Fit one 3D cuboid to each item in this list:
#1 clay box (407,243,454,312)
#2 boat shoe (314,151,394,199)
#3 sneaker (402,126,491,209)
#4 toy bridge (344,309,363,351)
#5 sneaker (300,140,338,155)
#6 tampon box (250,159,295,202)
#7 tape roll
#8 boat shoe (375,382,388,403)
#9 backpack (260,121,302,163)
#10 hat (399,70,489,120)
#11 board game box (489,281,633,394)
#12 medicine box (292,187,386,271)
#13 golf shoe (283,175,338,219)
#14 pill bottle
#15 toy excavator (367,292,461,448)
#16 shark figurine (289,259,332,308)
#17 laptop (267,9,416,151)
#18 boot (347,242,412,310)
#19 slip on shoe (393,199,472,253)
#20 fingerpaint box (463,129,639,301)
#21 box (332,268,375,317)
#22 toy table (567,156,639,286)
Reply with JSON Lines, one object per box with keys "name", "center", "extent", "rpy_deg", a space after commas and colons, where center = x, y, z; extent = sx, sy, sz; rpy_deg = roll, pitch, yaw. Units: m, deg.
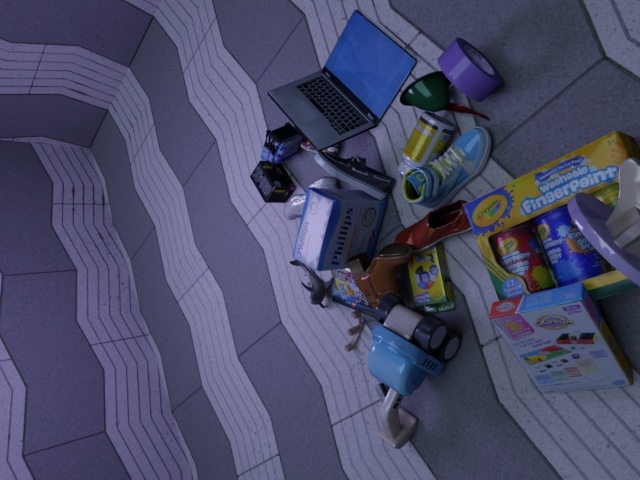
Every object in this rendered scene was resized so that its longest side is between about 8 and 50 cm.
{"name": "clay box", "center": [0.371, 0.133, 1.759], "extent": [0.127, 0.053, 0.222], "rpy_deg": [-18, 79, 44]}
{"name": "boat shoe", "center": [0.125, -0.255, 1.849], "extent": [0.102, 0.301, 0.108], "rpy_deg": [-58, 11, 22]}
{"name": "sneaker", "center": [0.383, -0.223, 1.620], "extent": [0.127, 0.208, 0.319], "rpy_deg": [53, 125, 31]}
{"name": "toy bridge", "center": [0.133, 0.346, 1.996], "extent": [0.026, 0.063, 0.188], "rpy_deg": [35, 130, 37]}
{"name": "sneaker", "center": [0.001, -0.387, 2.096], "extent": [0.185, 0.069, 0.084], "rpy_deg": [27, 102, 34]}
{"name": "tampon box", "center": [-0.208, -0.255, 2.263], "extent": [0.101, 0.120, 0.161], "rpy_deg": [-51, 59, 35]}
{"name": "tape roll", "center": [0.447, -0.511, 1.555], "extent": [0.080, 0.188, 0.189], "rpy_deg": [-46, 61, 37]}
{"name": "boat shoe", "center": [0.244, 0.588, 1.919], "extent": [0.125, 0.038, 0.046], "rpy_deg": [65, 150, 21]}
{"name": "backpack", "center": [-0.172, -0.392, 2.203], "extent": [0.117, 0.158, 0.173], "rpy_deg": [44, 136, 13]}
{"name": "hat", "center": [0.374, -0.414, 1.643], "extent": [0.208, 0.172, 0.184], "rpy_deg": [-31, 70, 41]}
{"name": "board game box", "center": [0.631, 0.269, 1.365], "extent": [0.242, 0.064, 0.317], "rpy_deg": [-21, 116, 39]}
{"name": "medicine box", "center": [0.070, -0.042, 1.880], "extent": [0.149, 0.289, 0.264], "rpy_deg": [28, 111, 41]}
{"name": "golf shoe", "center": [-0.038, -0.139, 2.112], "extent": [0.306, 0.115, 0.140], "rpy_deg": [-34, 72, 42]}
{"name": "pill bottle", "center": [0.344, -0.308, 1.716], "extent": [0.119, 0.119, 0.209], "rpy_deg": [44, 120, 34]}
{"name": "toy excavator", "center": [0.267, 0.457, 1.736], "extent": [0.222, 0.433, 0.445], "rpy_deg": [28, 83, 40]}
{"name": "shark figurine", "center": [-0.012, 0.162, 2.132], "extent": [0.116, 0.166, 0.278], "rpy_deg": [-36, 46, 12]}
{"name": "laptop", "center": [0.062, -0.594, 1.910], "extent": [0.382, 0.407, 0.236], "rpy_deg": [52, 159, 30]}
{"name": "boot", "center": [0.235, 0.137, 1.780], "extent": [0.283, 0.109, 0.220], "rpy_deg": [-19, 104, 40]}
{"name": "slip on shoe", "center": [0.365, -0.049, 1.695], "extent": [0.331, 0.101, 0.123], "rpy_deg": [-24, 43, 42]}
{"name": "fingerpaint box", "center": [0.660, -0.018, 1.387], "extent": [0.444, 0.163, 0.372], "rpy_deg": [-28, 73, 42]}
{"name": "box", "center": [0.149, 0.186, 1.986], "extent": [0.233, 0.044, 0.159], "rpy_deg": [17, 104, 43]}
{"name": "toy table", "center": [0.688, -0.037, 1.105], "extent": [0.274, 0.252, 0.161], "rpy_deg": [46, 134, 12]}
